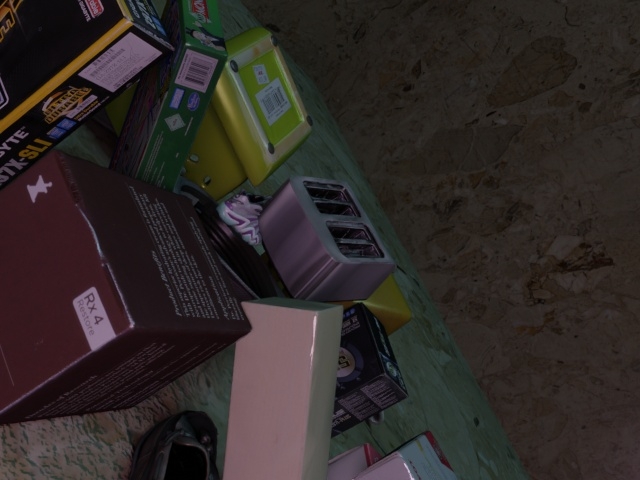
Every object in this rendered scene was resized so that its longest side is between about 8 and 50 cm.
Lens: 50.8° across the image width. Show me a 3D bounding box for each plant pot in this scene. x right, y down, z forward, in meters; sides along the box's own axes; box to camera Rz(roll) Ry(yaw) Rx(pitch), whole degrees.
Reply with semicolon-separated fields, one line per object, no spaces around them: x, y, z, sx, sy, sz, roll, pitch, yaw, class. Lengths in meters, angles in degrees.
-0.010;0.089;1.157;0.187;0.212;0.212;18;40;-50;plant pot
-0.153;-0.188;1.028;0.227;0.207;0.228;66;31;-20;plant pot

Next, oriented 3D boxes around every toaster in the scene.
0.000;0.000;0.999;0.185;0.110;0.168;3;49;-45;toaster

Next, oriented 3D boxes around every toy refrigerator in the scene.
-0.045;0.199;0.714;0.102;0.094;0.270;3;92;-73;toy refrigerator

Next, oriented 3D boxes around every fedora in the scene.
-0.157;0.042;0.876;0.244;0.124;0.275;45;7;-49;fedora

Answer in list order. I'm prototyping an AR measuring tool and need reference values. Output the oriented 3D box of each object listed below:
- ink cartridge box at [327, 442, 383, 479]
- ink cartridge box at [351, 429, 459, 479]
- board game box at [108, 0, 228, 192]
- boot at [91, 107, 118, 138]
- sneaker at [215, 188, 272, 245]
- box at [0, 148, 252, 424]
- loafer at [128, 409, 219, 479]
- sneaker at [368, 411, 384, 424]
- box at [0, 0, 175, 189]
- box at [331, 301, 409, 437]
0.109;0.446;0.913;0.283;0.117;0.207;49;15;-29;ink cartridge box
0.121;0.321;0.840;0.128;0.072;0.175;61;15;17;ink cartridge box
-0.192;-0.125;0.778;0.046;0.317;0.214;14;34;-25;board game box
-0.307;-0.214;1.074;0.208;0.076;0.190;36;25;-41;boot
-0.090;-0.035;0.922;0.038;0.069;0.098;54;5;36;sneaker
-0.203;0.050;0.618;0.169;0.167;0.203;62;15;18;box
-0.133;0.232;0.627;0.096;0.084;0.267;55;14;-7;loafer
0.073;0.281;1.273;0.191;0.071;0.083;48;22;-32;sneaker
-0.321;-0.247;0.686;0.322;0.257;0.079;63;18;19;box
0.022;0.204;1.022;0.077;0.180;0.147;48;17;-38;box
